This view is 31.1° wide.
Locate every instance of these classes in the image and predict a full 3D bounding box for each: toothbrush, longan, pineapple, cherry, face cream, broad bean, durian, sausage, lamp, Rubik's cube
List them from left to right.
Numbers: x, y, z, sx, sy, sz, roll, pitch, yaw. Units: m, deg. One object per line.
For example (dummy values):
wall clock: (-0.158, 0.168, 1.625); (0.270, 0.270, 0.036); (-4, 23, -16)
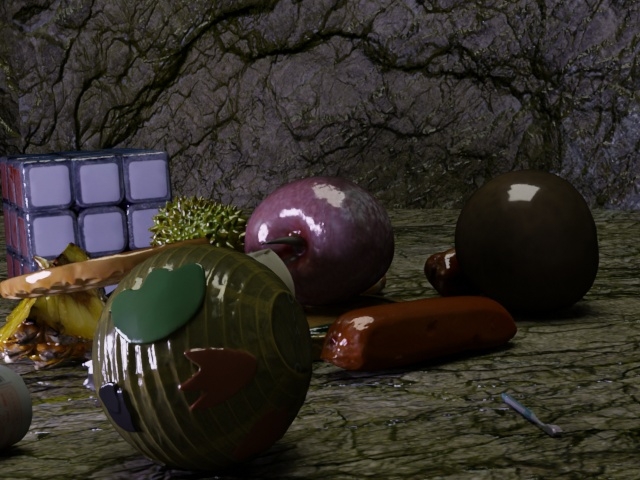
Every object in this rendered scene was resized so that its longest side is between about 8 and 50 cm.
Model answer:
face cream: (-0.435, 0.211, 1.252); (0.101, 0.101, 0.252); (2, 9, 29)
pineapple: (-0.407, 0.134, 1.790); (0.158, 0.161, 0.334); (34, 16, -19)
Rubik's cube: (-0.477, -0.033, 2.357); (0.301, 0.303, 0.305); (-5, 9, -23)
lamp: (-0.151, 0.129, 1.250); (0.284, 0.250, 0.250); (-13, 3, 23)
durian: (-0.196, 0.047, 1.934); (0.200, 0.237, 0.176); (0, 13, -21)
cherry: (0.000, 0.000, 1.841); (0.236, 0.213, 0.285); (15, 6, 38)
sausage: (0.152, 0.130, 1.688); (0.348, 0.094, 0.097); (-7, 13, -35)
broad bean: (0.269, 0.056, 2.139); (0.165, 0.114, 0.084); (-13, 49, -32)
longan: (0.358, 0.004, 2.002); (0.258, 0.258, 0.258); (-3, 7, 0)
toothbrush: (0.251, 0.208, 1.376); (0.014, 0.011, 0.167); (1, 7, -12)

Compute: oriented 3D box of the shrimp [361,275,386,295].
shrimp: (0.051, 0.076, 2.296); (0.152, 0.063, 0.287); (-14, 9, 0)

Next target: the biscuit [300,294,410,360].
biscuit: (0.005, 0.130, 1.878); (0.287, 0.057, 0.344); (4, 10, 40)

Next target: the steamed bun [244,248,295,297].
steamed bun: (-0.157, 0.113, 1.632); (0.242, 0.164, 0.146); (-15, 2, 17)

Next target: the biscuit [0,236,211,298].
biscuit: (-0.282, 0.040, 1.623); (0.309, 0.040, 0.204); (-12, -1, -32)
